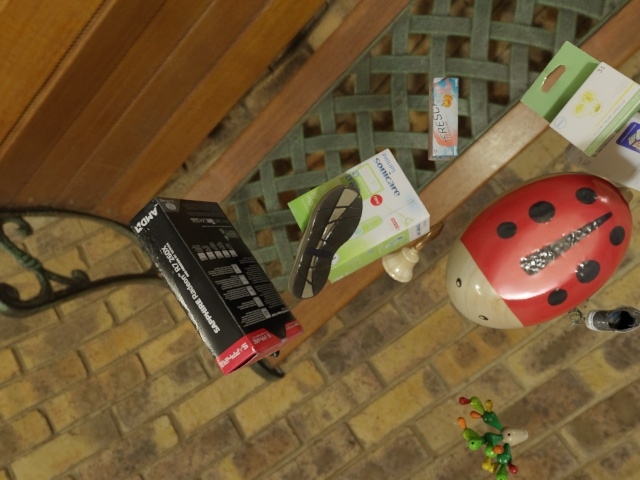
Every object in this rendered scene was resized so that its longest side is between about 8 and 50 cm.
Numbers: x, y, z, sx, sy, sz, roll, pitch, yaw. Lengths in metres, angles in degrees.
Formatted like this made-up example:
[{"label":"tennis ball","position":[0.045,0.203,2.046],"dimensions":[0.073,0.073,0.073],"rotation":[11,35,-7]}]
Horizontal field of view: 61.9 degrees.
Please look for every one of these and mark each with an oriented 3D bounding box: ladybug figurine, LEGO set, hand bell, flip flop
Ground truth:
[{"label":"ladybug figurine","position":[0.484,0.023,1.174],"dimensions":[0.449,0.305,0.162],"rotation":[-40,174,10]},{"label":"LEGO set","position":[0.610,0.166,1.263],"dimensions":[0.023,0.054,0.083],"rotation":[-11,140,-42]},{"label":"hand bell","position":[0.321,0.020,1.741],"dimensions":[0.126,0.126,0.242],"rotation":[-16,155,-45]},{"label":"flip flop","position":[0.000,0.000,1.190],"dimensions":[0.112,0.080,0.277],"rotation":[16,105,-27]}]

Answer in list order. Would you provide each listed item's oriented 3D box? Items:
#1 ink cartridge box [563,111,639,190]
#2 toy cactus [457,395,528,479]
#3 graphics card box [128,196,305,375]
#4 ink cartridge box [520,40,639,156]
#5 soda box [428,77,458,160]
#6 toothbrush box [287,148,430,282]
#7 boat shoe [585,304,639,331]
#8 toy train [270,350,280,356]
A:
[{"label":"ink cartridge box","position":[0.803,-0.213,1.326],"dimensions":[0.065,0.333,0.165],"rotation":[-73,-174,-51]},{"label":"toy cactus","position":[0.453,0.495,1.359],"dimensions":[0.181,0.219,0.112],"rotation":[2,135,-25]},{"label":"graphics card box","position":[-0.207,0.081,1.109],"dimensions":[0.094,0.371,0.233],"rotation":[-39,169,18]},{"label":"ink cartridge box","position":[0.584,-0.325,1.208],"dimensions":[0.056,0.235,0.171],"rotation":[-4,136,-50]},{"label":"soda box","position":[0.284,-0.279,1.239],"dimensions":[0.058,0.183,0.063],"rotation":[0,178,0]},{"label":"toothbrush box","position":[0.096,-0.057,1.314],"dimensions":[0.283,0.206,0.122],"rotation":[-27,160,1]},{"label":"boat shoe","position":[0.852,0.222,1.507],"dimensions":[0.229,0.080,0.076],"rotation":[6,176,-27]},{"label":"toy train","position":[-0.135,0.250,1.391],"dimensions":[0.027,0.036,0.158],"rotation":[-57,144,-41]}]
